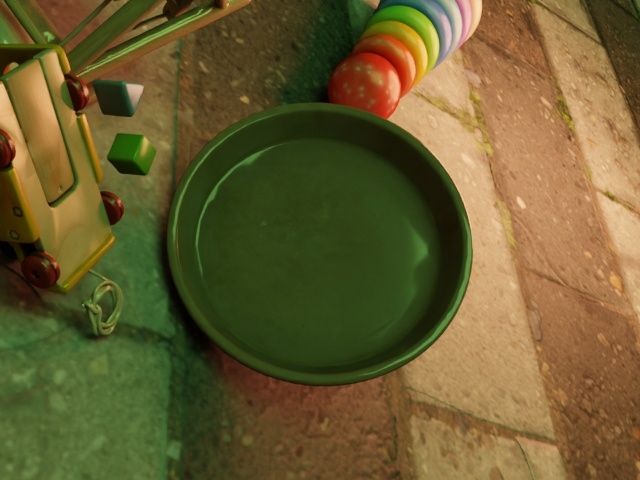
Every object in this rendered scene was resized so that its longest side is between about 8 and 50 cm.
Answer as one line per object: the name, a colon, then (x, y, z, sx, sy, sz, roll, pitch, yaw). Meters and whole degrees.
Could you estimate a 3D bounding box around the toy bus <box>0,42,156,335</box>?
toy bus: (-0.225, -0.044, 0.623, 0.191, 0.104, 0.202, 31, 67, -66)

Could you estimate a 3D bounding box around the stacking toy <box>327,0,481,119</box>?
stacking toy: (0.106, -0.250, 1.108, 0.141, 0.141, 0.330, 42, 45, -9)

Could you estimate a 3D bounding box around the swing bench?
swing bench: (-0.233, -0.273, 0.742, 0.254, 0.165, 0.253, -35, 86, -8)

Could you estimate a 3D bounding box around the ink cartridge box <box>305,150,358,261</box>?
ink cartridge box: (0.055, -0.022, 0.902, 0.190, 0.082, 0.140, -2, 61, -42)

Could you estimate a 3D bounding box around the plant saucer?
plant saucer: (0.000, 0.000, 0.770, 0.277, 0.041, 0.278, 2, 66, -5)
